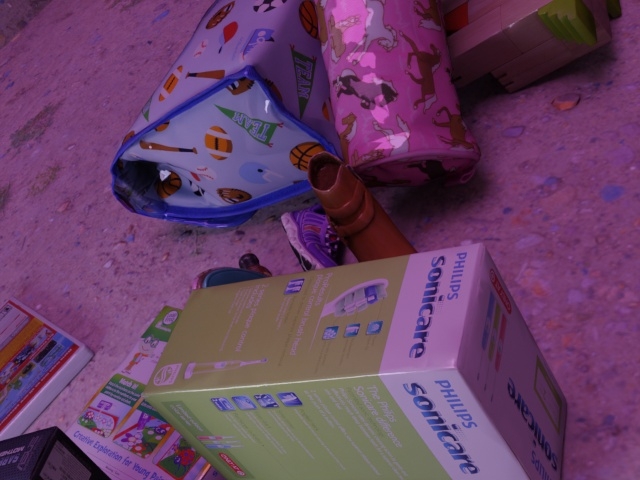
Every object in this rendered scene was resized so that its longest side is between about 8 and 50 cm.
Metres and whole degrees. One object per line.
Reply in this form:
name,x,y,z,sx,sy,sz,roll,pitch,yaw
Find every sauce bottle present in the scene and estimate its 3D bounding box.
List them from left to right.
sauce bottle,-0.073,0.057,1.001,0.042,0.042,0.128,-34,33,2

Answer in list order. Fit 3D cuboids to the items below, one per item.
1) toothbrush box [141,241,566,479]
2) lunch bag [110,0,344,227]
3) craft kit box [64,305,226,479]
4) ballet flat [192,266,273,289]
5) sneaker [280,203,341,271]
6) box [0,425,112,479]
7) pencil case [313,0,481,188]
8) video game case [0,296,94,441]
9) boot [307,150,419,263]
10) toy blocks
toothbrush box,0.032,0.131,0.681,0.283,0.206,0.122,-10,41,32
lunch bag,-0.107,-0.206,1.163,0.385,0.239,0.328,-17,39,40
craft kit box,-0.162,0.197,0.900,0.249,0.061,0.247,9,56,45
ballet flat,-0.053,0.074,0.847,0.079,0.221,0.077,-22,69,43
sneaker,0.000,0.000,0.988,0.071,0.068,0.170,-27,34,1
box,-0.237,0.270,0.716,0.183,0.233,0.059,-18,33,23
pencil case,0.083,-0.248,0.977,0.167,0.160,0.386,-10,79,14
video game case,-0.462,0.193,1.178,0.285,0.025,0.204,16,59,49
boot,0.053,-0.005,0.871,0.073,0.152,0.197,-38,35,-3
toy blocks,0.237,-0.333,1.112,0.261,0.190,0.381,-25,43,37
